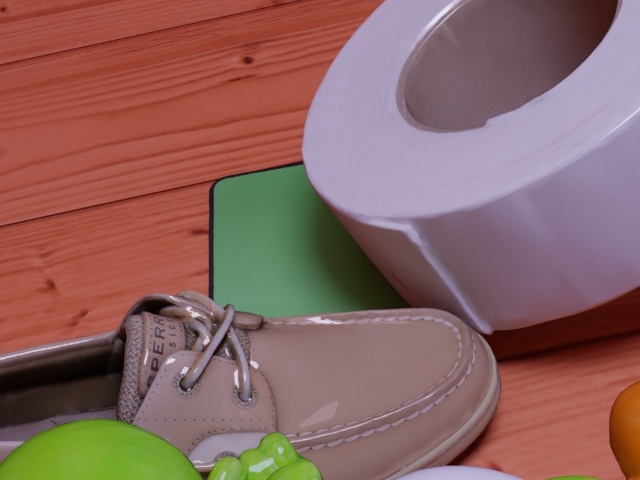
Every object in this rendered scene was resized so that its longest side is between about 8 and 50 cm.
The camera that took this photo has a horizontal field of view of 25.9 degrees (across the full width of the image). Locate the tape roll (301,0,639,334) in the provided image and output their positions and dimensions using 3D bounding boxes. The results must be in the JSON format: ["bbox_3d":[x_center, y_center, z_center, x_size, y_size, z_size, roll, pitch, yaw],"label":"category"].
[{"bbox_3d":[0.130,-0.085,0.825,0.286,0.100,0.286,-26,35,20],"label":"tape roll"}]

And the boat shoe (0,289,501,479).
[{"bbox_3d":[-0.072,0.091,0.734,0.341,0.110,0.122,-15,37,-4],"label":"boat shoe"}]

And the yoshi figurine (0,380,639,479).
[{"bbox_3d":[-0.003,0.129,0.589,0.362,0.203,0.203,-18,40,4],"label":"yoshi figurine"}]

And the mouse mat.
[{"bbox_3d":[0.000,0.000,0.921,0.152,0.007,0.190,-10,38,3],"label":"mouse mat"}]
